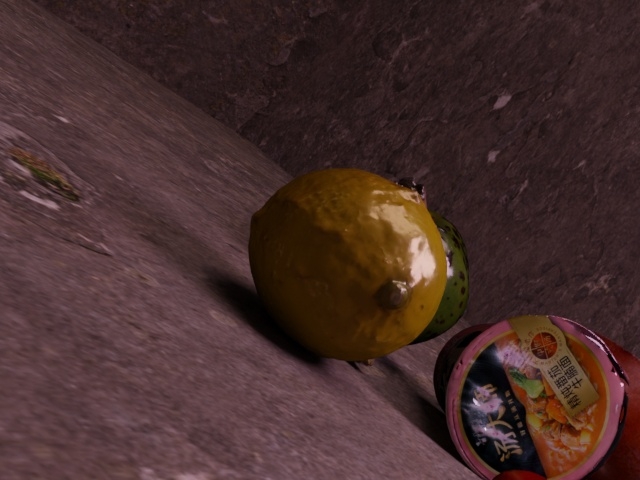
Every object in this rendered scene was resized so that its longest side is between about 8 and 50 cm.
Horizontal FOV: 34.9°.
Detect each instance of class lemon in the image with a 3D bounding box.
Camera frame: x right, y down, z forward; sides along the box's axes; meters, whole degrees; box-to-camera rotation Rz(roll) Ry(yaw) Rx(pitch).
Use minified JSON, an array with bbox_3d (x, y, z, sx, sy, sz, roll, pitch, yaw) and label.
[{"bbox_3d":[0.030,0.026,1.221,0.233,0.233,0.288,35,4,-29],"label":"lemon"}]

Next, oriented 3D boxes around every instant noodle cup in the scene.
[{"bbox_3d":[0.260,0.204,1.400,0.244,0.244,0.255,38,-3,-6],"label":"instant noodle cup"}]

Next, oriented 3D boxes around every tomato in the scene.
[{"bbox_3d":[0.458,0.320,1.672,0.338,0.143,0.338,52,-19,27],"label":"tomato"}]

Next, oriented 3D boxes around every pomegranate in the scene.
[{"bbox_3d":[0.113,0.036,1.583,0.254,0.271,0.254,3,22,-1],"label":"pomegranate"}]

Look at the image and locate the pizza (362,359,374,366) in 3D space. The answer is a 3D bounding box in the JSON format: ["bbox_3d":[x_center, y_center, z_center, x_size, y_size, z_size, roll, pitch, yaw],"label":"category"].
[{"bbox_3d":[0.031,0.123,1.437,0.184,0.036,0.176,39,3,27],"label":"pizza"}]

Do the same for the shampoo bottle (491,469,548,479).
[{"bbox_3d":[0.258,0.329,0.949,0.118,0.076,0.314,39,4,-23],"label":"shampoo bottle"}]
